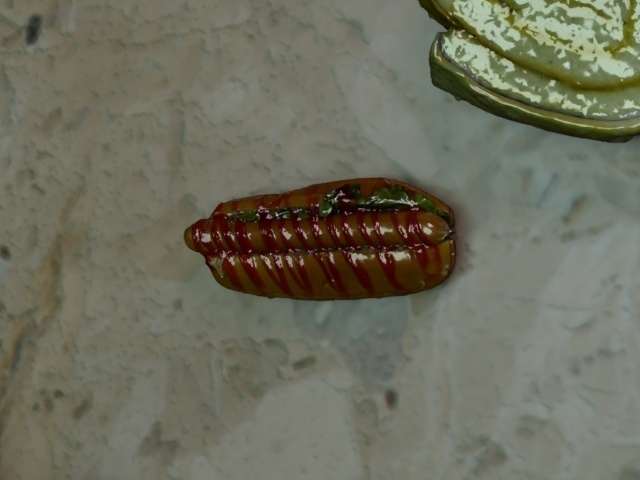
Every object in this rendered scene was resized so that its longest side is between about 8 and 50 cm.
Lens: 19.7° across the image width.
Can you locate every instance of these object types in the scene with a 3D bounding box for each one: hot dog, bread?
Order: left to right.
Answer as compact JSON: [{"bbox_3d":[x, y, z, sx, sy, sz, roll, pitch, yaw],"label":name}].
[{"bbox_3d":[-0.001,0.000,0.933,0.144,0.038,0.062,-1,92,22],"label":"hot dog"},{"bbox_3d":[0.118,-0.110,0.868,0.156,0.064,0.117,18,95,21],"label":"bread"}]
